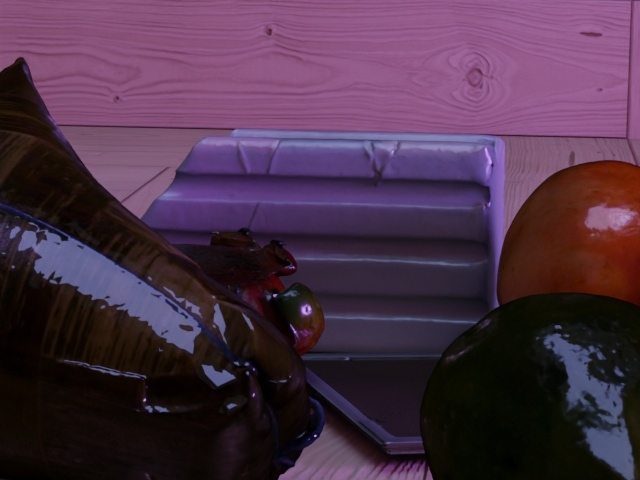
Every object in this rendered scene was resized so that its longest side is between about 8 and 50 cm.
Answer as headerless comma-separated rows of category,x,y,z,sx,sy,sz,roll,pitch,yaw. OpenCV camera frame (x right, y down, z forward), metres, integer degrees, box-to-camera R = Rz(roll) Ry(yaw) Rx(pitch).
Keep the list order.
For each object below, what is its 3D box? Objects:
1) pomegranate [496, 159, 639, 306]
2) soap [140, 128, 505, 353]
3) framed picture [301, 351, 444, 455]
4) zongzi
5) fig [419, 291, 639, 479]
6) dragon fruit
pomegranate,0.251,0.031,1.681,0.209,0.209,0.209,1,10,0
soap,0.000,0.000,1.872,0.346,0.208,0.115,2,9,10
framed picture,0.110,0.137,1.639,0.232,0.019,0.296,1,10,-17
zongzi,-0.159,0.008,1.490,0.403,0.208,0.432,8,45,17
fig,0.169,0.129,1.221,0.195,0.195,0.245,-1,6,-10
dragon fruit,-0.133,0.072,1.681,0.268,0.130,0.295,0,10,-4
